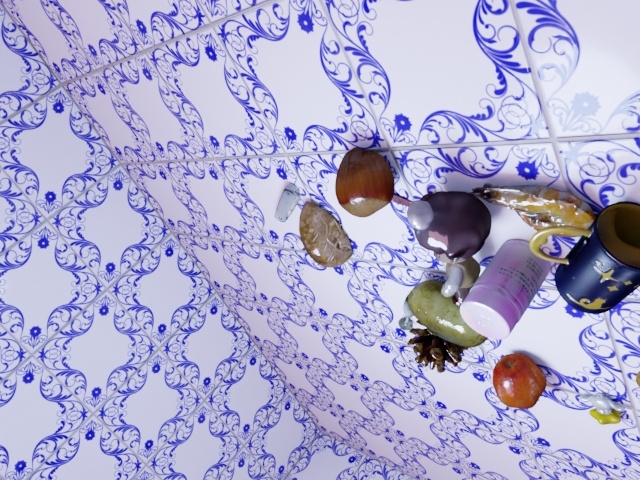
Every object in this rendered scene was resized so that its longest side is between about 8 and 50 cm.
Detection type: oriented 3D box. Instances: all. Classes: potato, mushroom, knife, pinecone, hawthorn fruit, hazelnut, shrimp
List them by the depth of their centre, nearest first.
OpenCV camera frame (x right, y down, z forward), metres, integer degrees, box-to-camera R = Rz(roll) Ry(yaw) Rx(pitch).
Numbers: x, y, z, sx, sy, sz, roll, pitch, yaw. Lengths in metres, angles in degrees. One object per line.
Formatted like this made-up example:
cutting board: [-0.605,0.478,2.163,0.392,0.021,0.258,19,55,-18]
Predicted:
shrimp: [0.537,-0.078,1.441,0.317,0.062,0.164,18,146,34]
hazelnut: [0.123,-0.171,1.720,0.210,0.186,0.210,35,169,8]
knife: [0.217,-0.143,1.817,0.248,0.018,0.035,21,142,30]
potato: [0.435,0.242,1.893,0.308,0.173,0.210,30,169,26]
hawthorn fruit: [0.674,0.475,1.925,0.189,0.189,0.189,32,150,21]
pinecone: [0.425,0.376,2.070,0.229,0.202,0.201,32,120,-13]
mushroom: [0.000,0.000,2.150,0.156,0.151,0.285,-8,124,54]
knife: [-0.133,-0.141,2.246,0.073,0.040,0.265,33,152,-1]

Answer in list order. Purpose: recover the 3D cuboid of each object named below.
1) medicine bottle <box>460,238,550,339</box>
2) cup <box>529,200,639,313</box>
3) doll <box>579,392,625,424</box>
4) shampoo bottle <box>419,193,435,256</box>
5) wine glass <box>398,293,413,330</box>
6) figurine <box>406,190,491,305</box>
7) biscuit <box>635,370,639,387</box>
medicine bottle: [0.510,0.133,1.560,0.152,0.254,0.152,33,151,20]
cup: [0.642,0.028,1.336,0.255,0.178,0.256,39,154,18]
doll: [0.902,0.537,1.823,0.135,0.072,0.113,28,141,35]
shampoo bottle: [0.351,-0.038,1.736,0.068,0.067,0.236,43,161,44]
wine glass: [0.342,0.275,2.186,0.066,0.066,0.198,31,149,21]
figurine: [0.370,0.014,1.613,0.206,0.218,0.364,23,143,28]
biscuit: [1.003,0.462,1.616,0.240,0.035,0.158,41,150,3]
